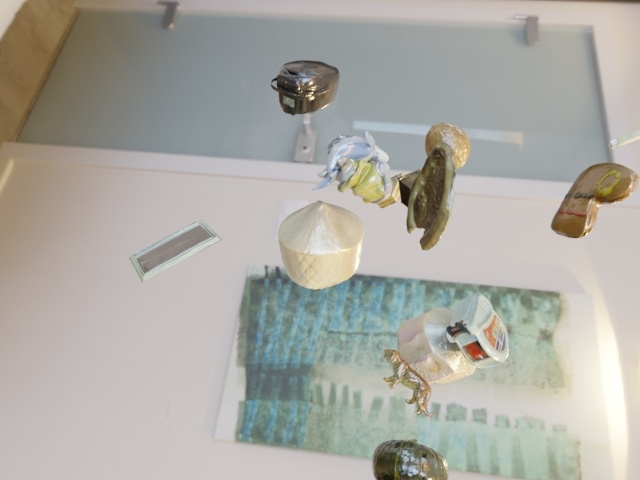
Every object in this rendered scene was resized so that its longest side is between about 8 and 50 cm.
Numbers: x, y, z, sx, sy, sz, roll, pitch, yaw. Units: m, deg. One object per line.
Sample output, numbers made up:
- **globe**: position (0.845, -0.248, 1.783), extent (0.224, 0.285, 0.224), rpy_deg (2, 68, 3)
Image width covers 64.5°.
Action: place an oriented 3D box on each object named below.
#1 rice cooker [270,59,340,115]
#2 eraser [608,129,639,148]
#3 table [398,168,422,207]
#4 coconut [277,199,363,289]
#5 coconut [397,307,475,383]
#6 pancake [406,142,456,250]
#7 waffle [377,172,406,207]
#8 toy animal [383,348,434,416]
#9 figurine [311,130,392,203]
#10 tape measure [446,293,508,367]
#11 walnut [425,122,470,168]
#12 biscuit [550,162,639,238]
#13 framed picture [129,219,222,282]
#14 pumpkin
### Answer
- **rice cooker**: position (-0.036, -0.407, 1.334), extent (0.203, 0.142, 0.118), rpy_deg (-35, 143, -40)
- **eraser**: position (0.848, -0.281, 1.408), extent (0.038, 0.083, 0.019), rpy_deg (19, 53, -67)
- **table**: position (0.252, -0.121, 1.296), extent (0.082, 0.070, 0.083), rpy_deg (-126, -161, -52)
- **coconut**: position (0.000, 0.000, 1.724), extent (0.329, 0.328, 0.329), rpy_deg (5, 90, -84)
- **coconut**: position (0.467, 0.419, 1.996), extent (0.309, 0.297, 0.298), rpy_deg (-40, -148, 47)
- **pancake**: position (0.222, -0.090, 1.015), extent (0.235, 0.029, 0.212), rpy_deg (-113, -145, -77)
- **waffle**: position (0.285, -0.200, 2.020), extent (0.102, 0.042, 0.148), rpy_deg (-23, -149, 50)
- **toy animal**: position (0.270, 0.441, 1.578), extent (0.099, 0.241, 0.057), rpy_deg (-49, 155, 1)
- **figurine**: position (0.081, -0.161, 1.177), extent (0.184, 0.208, 0.128), rpy_deg (60, -30, 1)
- **tape measure**: position (0.545, 0.323, 1.771), extent (0.246, 0.125, 0.243), rpy_deg (54, 36, -8)
- **walnut**: position (0.313, -0.234, 1.257), extent (0.124, 0.105, 0.105), rpy_deg (54, 3, 6)
- **biscuit**: position (0.876, -0.127, 1.648), extent (0.277, 0.052, 0.262), rpy_deg (-61, -170, 11)
- **framed picture**: position (-0.507, 0.026, 1.753), extent (0.231, 0.293, 0.018), rpy_deg (32, -33, 54)
- **pumpkin**: position (0.253, 0.642, 1.431), extent (0.224, 0.223, 0.157), rpy_deg (83, 20, -63)
